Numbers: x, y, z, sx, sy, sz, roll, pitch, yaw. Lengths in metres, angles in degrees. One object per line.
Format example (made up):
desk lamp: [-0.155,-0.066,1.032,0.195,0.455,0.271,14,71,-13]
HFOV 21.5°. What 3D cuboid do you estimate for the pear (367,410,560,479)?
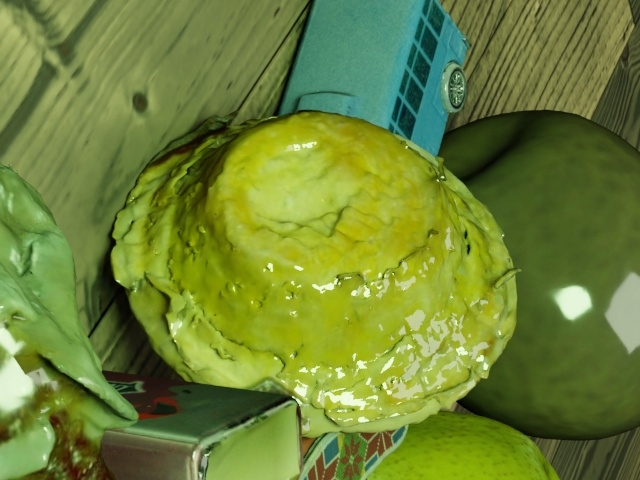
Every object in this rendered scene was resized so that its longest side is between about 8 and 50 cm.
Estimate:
pear: [0.083,0.277,1.348,0.294,0.294,0.294,-14,106,-58]

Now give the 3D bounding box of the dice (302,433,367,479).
dice: [-0.075,0.207,1.178,0.174,0.179,0.175,-14,108,-59]

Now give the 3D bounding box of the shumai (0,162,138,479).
shumai: [-0.209,0.064,0.862,0.256,0.218,0.189,-59,139,-17]

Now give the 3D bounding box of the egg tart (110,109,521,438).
egg tart: [0.000,0.000,1.172,0.116,0.294,0.295,98,17,-53]

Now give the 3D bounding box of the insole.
insole: [0.021,0.152,1.164,0.193,0.006,0.065,-37,122,-55]

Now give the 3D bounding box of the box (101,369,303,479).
box: [-0.133,0.121,1.019,0.120,0.224,0.069,-20,110,-59]

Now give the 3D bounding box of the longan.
longan: [0.198,0.026,1.483,0.350,0.288,0.288,-117,-167,-62]

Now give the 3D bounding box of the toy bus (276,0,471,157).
toy bus: [0.031,-0.091,1.377,0.133,0.116,0.234,48,53,-54]
